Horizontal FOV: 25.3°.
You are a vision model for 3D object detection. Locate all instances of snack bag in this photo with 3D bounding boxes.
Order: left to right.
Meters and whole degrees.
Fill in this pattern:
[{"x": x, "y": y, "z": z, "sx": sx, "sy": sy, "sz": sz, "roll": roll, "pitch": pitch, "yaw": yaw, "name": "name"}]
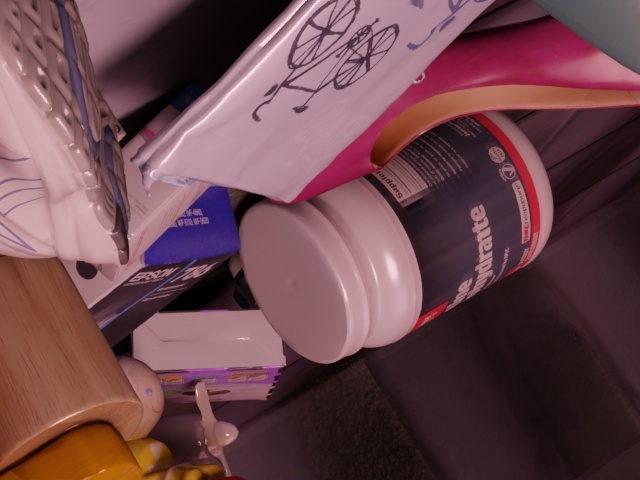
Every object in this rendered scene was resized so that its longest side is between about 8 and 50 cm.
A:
[{"x": 0.042, "y": -0.152, "z": 0.957, "sx": 0.342, "sy": 0.037, "sz": 0.323, "roll": -45, "pitch": 169, "yaw": 9, "name": "snack bag"}]

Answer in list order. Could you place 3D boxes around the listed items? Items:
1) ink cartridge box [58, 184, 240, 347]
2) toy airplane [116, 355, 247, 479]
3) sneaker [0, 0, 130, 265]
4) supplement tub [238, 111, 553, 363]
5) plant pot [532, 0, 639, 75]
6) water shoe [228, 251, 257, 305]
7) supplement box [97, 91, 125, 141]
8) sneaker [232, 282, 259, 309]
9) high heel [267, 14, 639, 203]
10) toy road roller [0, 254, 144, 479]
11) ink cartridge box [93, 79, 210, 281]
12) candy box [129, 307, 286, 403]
[{"x": -0.189, "y": 0.043, "z": 1.219, "sx": 0.332, "sy": 0.065, "sz": 0.165, "roll": -39, "pitch": 168, "yaw": 24, "name": "ink cartridge box"}, {"x": -0.235, "y": 0.244, "z": 1.430, "sx": 0.384, "sy": 0.272, "sz": 0.386, "roll": 9, "pitch": -176, "yaw": -21, "name": "toy airplane"}, {"x": -0.170, "y": -0.052, "z": 0.711, "sx": 0.129, "sy": 0.111, "sz": 0.297, "roll": -7, "pitch": 156, "yaw": -4, "name": "sneaker"}, {"x": 0.076, "y": -0.012, "z": 1.405, "sx": 0.272, "sy": 0.191, "sz": 0.191, "roll": -28, "pitch": 168, "yaw": -30, "name": "supplement tub"}, {"x": 0.233, "y": -0.201, "z": 0.742, "sx": 0.293, "sy": 0.235, "sz": 0.293, "roll": -40, "pitch": 167, "yaw": -12, "name": "plant pot"}, {"x": 0.000, "y": 0.000, "z": 1.540, "sx": 0.203, "sy": 0.080, "sz": 0.073, "roll": -32, "pitch": 170, "yaw": -7, "name": "water shoe"}, {"x": -0.176, "y": -0.048, "z": 0.897, "sx": 0.098, "sy": 0.036, "sz": 0.062, "roll": -42, "pitch": 168, "yaw": 38, "name": "supplement box"}, {"x": -0.005, "y": 0.021, "z": 1.660, "sx": 0.228, "sy": 0.087, "sz": 0.092, "roll": -24, "pitch": 146, "yaw": -35, "name": "sneaker"}, {"x": 0.130, "y": -0.099, "z": 1.187, "sx": 0.377, "sy": 0.181, "sz": 0.127, "roll": -37, "pitch": 169, "yaw": 18, "name": "high heel"}, {"x": -0.297, "y": 0.123, "z": 0.902, "sx": 0.329, "sy": 0.202, "sz": 0.240, "roll": -31, "pitch": 159, "yaw": -6, "name": "toy road roller"}, {"x": -0.116, "y": -0.040, "z": 0.988, "sx": 0.122, "sy": 0.052, "sz": 0.088, "roll": -49, "pitch": 178, "yaw": -28, "name": "ink cartridge box"}, {"x": -0.131, "y": 0.133, "z": 1.606, "sx": 0.164, "sy": 0.070, "sz": 0.196, "roll": -2, "pitch": 164, "yaw": -8, "name": "candy box"}]
